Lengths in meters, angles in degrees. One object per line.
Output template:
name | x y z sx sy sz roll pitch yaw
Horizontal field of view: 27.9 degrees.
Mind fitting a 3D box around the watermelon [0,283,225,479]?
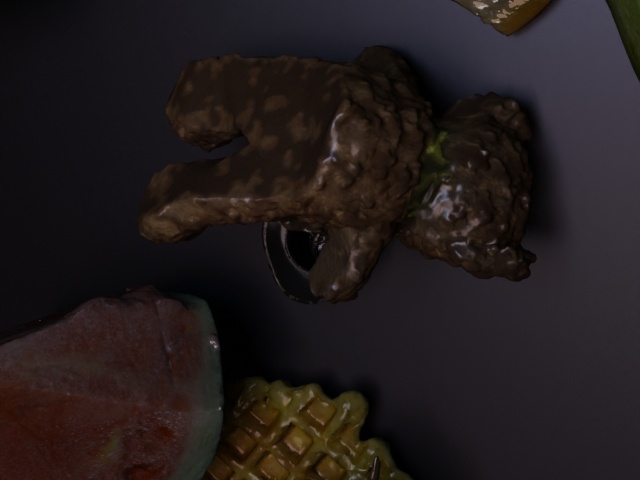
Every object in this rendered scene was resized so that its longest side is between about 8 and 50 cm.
watermelon | -0.224 0.185 1.215 0.283 0.293 0.250 -26 92 38

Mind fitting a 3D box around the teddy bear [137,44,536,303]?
teddy bear | 0.020 -0.061 1.122 0.296 0.222 0.246 -8 60 37

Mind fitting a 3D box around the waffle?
waffle | -0.037 0.284 1.296 0.307 0.060 0.311 -15 94 27

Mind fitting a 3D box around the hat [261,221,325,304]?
hat | 0.000 0.000 1.208 0.121 0.050 0.121 0 91 19

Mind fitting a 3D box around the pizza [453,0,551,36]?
pizza | 0.099 -0.295 1.098 0.262 0.034 0.181 25 113 17

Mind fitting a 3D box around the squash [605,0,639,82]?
squash | 0.259 -0.206 1.029 0.069 0.069 0.238 -21 94 27

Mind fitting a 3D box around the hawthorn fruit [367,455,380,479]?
hawthorn fruit | 0.011 0.315 1.167 0.190 0.189 0.251 29 91 15
